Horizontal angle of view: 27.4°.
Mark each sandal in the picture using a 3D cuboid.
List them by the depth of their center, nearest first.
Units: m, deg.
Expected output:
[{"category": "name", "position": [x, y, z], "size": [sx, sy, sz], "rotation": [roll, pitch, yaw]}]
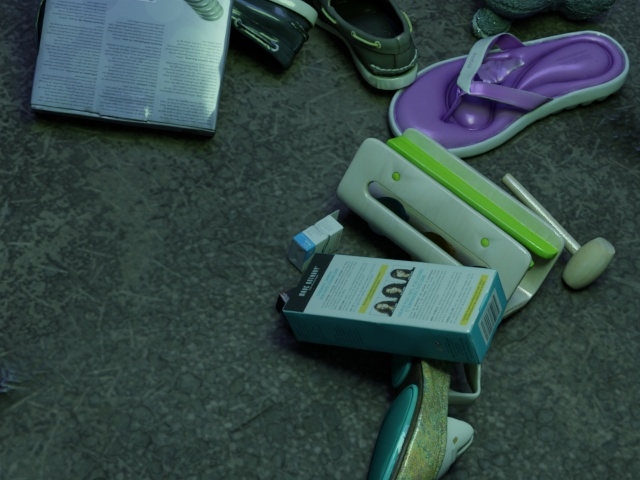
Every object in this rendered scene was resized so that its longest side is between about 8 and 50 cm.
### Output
[{"category": "sandal", "position": [0.277, -0.245, 1.925], "size": [0.416, 0.102, 0.169], "rotation": [-23, 58, -25]}]

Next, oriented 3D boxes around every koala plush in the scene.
[{"category": "koala plush", "position": [0.333, -0.407, 2.018], "size": [0.221, 0.196, 0.203], "rotation": [-30, 73, -34]}]

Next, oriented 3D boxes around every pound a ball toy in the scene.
[{"category": "pound a ball toy", "position": [0.200, -0.011, 1.729], "size": [0.319, 0.135, 0.208], "rotation": [38, 28, 19]}]

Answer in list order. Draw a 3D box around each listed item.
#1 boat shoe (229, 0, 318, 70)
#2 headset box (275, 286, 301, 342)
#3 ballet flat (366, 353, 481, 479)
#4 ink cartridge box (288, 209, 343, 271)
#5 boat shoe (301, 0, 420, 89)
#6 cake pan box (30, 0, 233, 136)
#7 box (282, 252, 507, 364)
[{"category": "boat shoe", "position": [-0.181, -0.332, 1.895], "size": [0.340, 0.127, 0.113], "rotation": [19, 83, -5]}, {"category": "headset box", "position": [-0.011, 0.087, 1.648], "size": [0.083, 0.032, 0.062], "rotation": [-20, 59, -27]}, {"category": "ballet flat", "position": [0.130, 0.192, 1.547], "size": [0.123, 0.123, 0.348], "rotation": [13, 49, -1]}, {"category": "ink cartridge box", "position": [0.000, 0.000, 1.708], "size": [0.083, 0.048, 0.028], "rotation": [-33, 65, -31]}, {"category": "boat shoe", "position": [0.053, -0.348, 1.952], "size": [0.109, 0.091, 0.305], "rotation": [-22, 51, -16]}, {"category": "cake pan box", "position": [-0.256, -0.279, 1.788], "size": [0.267, 0.070, 0.245], "rotation": [6, 84, -6]}, {"category": "box", "position": [0.086, 0.078, 1.546], "size": [0.244, 0.060, 0.100], "rotation": [5, 47, 30]}]
